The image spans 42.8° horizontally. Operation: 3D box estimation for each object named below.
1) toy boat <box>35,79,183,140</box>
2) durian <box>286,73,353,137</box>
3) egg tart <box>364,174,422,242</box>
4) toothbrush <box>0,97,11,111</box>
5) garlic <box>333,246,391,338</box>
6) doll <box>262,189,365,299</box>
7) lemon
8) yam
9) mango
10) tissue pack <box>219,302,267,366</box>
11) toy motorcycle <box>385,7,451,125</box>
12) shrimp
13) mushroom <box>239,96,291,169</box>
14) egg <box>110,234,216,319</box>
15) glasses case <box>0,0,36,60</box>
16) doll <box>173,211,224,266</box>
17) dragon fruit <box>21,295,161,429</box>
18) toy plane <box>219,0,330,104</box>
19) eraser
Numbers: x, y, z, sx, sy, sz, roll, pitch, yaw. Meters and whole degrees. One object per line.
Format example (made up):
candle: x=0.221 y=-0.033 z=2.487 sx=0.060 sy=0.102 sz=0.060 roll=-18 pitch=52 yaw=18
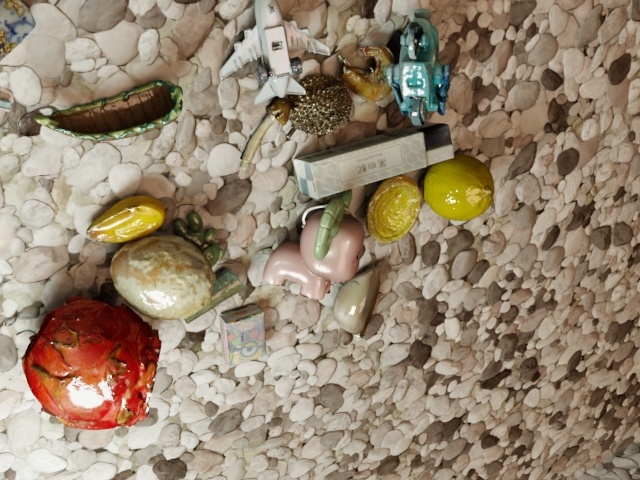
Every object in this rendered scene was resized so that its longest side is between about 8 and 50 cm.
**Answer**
toy boat: x=-0.419 y=-0.250 z=1.645 sx=0.293 sy=0.108 sz=0.099 roll=-16 pitch=156 yaw=-18
durian: x=-0.003 y=-0.294 z=1.886 sx=0.188 sy=0.091 sz=0.148 roll=-37 pitch=128 yaw=9
egg tart: x=0.184 y=-0.088 z=2.145 sx=0.191 sy=0.074 sz=0.191 roll=-15 pitch=123 yaw=-25
toothbrush: x=-0.699 y=-0.284 z=1.494 sx=0.269 sy=0.021 sz=0.027 roll=16 pitch=95 yaw=-38
garlic: x=0.117 y=0.142 z=2.233 sx=0.129 sy=0.148 sz=0.266 roll=25 pitch=110 yaw=-3
doll: x=0.000 y=0.000 z=1.995 sx=0.217 sy=0.284 sz=0.268 roll=19 pitch=103 yaw=6
lemon: x=0.368 y=-0.139 z=2.154 sx=0.178 sy=0.203 sz=0.178 roll=-8 pitch=102 yaw=-38
yam: x=-0.271 y=0.132 z=1.990 sx=0.169 sy=0.068 sz=0.068 roll=-31 pitch=129 yaw=-12
mango: x=-0.420 y=-0.044 z=1.790 sx=0.188 sy=0.066 sz=0.101 roll=-24 pitch=135 yaw=-13
tissue pack: x=-0.199 y=0.245 z=2.106 sx=0.109 sy=0.060 sz=0.148 roll=-17 pitch=126 yaw=-25
toy motorcycle: x=0.237 y=-0.410 z=1.927 sx=0.206 sy=0.154 sz=0.260 roll=-62 pitch=151 yaw=-49
shrimp: x=0.111 y=-0.403 z=1.935 sx=0.188 sy=0.052 sz=0.132 roll=15 pitch=96 yaw=-46
mushroom: x=-0.126 y=-0.244 z=1.866 sx=0.061 sy=0.060 sz=0.187 roll=25 pitch=105 yaw=-39
egg: x=-0.351 y=0.081 z=1.822 sx=0.233 sy=0.195 sz=0.194 roll=16 pitch=110 yaw=-6
glasses case: x=-0.627 y=-0.344 z=1.470 sx=0.248 sy=0.065 sz=0.087 roll=-42 pitch=124 yaw=-13
doll: x=-0.287 y=0.008 z=1.905 sx=0.115 sy=0.077 sz=0.150 roll=-32 pitch=121 yaw=-10
dragon fruit: x=-0.487 y=0.268 z=1.783 sx=0.302 sy=0.295 sz=0.295 roll=32 pitch=98 yaw=-16
toy plane: x=-0.098 y=-0.416 z=1.750 sx=0.251 sy=0.101 sz=0.255 roll=-15 pitch=125 yaw=-11
eraser: x=0.136 y=-0.203 z=2.021 sx=0.404 sy=0.098 sz=0.096 roll=-17 pitch=108 yaw=-23
